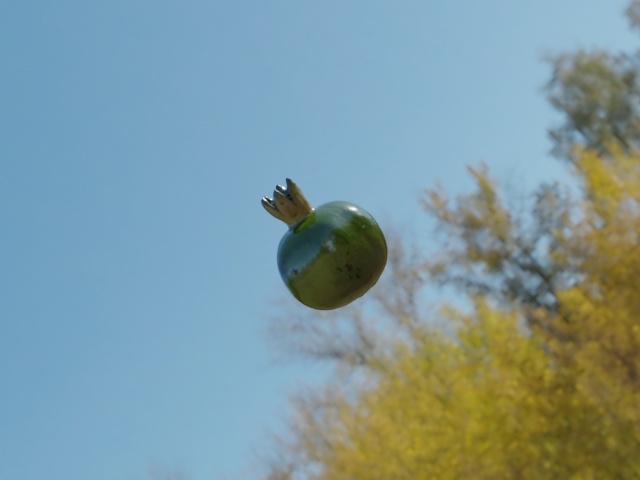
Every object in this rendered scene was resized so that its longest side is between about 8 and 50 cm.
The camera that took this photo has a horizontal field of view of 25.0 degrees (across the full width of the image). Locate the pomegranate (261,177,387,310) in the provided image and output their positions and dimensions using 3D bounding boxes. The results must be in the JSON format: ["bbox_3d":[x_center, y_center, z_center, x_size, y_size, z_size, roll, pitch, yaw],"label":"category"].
[{"bbox_3d":[-0.001,0.001,2.299,0.187,0.225,0.187,-38,8,6],"label":"pomegranate"}]
